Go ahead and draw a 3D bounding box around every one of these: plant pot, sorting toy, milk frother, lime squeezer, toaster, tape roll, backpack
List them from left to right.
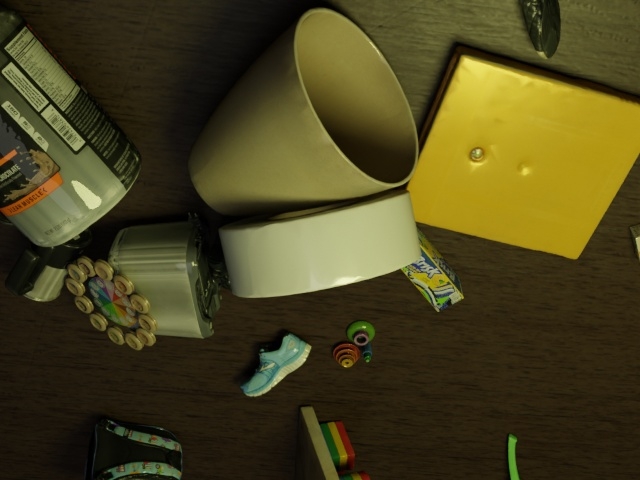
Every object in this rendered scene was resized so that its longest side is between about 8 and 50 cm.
[{"bbox_3d":[-0.469,0.007,1.303,0.143,0.129,0.134,49,120,20],"label":"milk frother"},{"bbox_3d":[-0.362,0.437,1.556,0.173,0.158,0.117,12,133,-22],"label":"backpack"},{"bbox_3d":[-0.252,0.058,1.307,0.147,0.129,0.226,-2,127,4],"label":"toaster"},{"bbox_3d":[-0.049,-0.141,1.122,0.274,0.256,0.256,-25,122,34],"label":"plant pot"},{"bbox_3d":[0.000,0.000,1.170,0.286,0.286,0.100,-12,96,8],"label":"tape roll"},{"bbox_3d":[0.029,0.491,1.537,0.090,0.255,0.257,-6,126,-15],"label":"sorting toy"},{"bbox_3d":[0.066,0.196,1.452,0.061,0.042,0.102,23,121,-15],"label":"sorting toy"},{"bbox_3d":[0.358,0.534,1.676,0.110,0.058,0.310,21,122,-14],"label":"lime squeezer"}]

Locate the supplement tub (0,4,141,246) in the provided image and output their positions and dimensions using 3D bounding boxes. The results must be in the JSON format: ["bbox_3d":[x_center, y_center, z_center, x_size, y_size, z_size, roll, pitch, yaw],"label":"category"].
[{"bbox_3d":[-0.426,-0.171,1.103,0.207,0.207,0.338,-29,119,18],"label":"supplement tub"}]

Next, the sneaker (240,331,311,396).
[{"bbox_3d":[-0.092,0.222,1.471,0.162,0.063,0.073,-41,98,20],"label":"sneaker"}]

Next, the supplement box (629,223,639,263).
[{"bbox_3d":[0.567,-0.004,1.320,0.099,0.036,0.062,-18,122,13],"label":"supplement box"}]

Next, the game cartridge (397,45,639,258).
[{"bbox_3d":[0.309,-0.125,1.235,0.324,0.052,0.285,13,123,-11],"label":"game cartridge"}]

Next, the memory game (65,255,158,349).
[{"bbox_3d":[-0.334,0.102,1.276,0.186,0.012,0.186,21,134,23],"label":"memory game"}]

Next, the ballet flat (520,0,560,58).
[{"bbox_3d":[0.291,-0.329,1.101,0.049,0.057,0.173,12,138,46],"label":"ballet flat"}]

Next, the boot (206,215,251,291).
[{"bbox_3d":[-0.142,0.018,1.318,0.045,0.121,0.099,18,156,19],"label":"boot"}]

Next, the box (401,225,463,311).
[{"bbox_3d":[0.170,0.039,1.334,0.054,0.059,0.169,-31,119,20],"label":"box"}]
